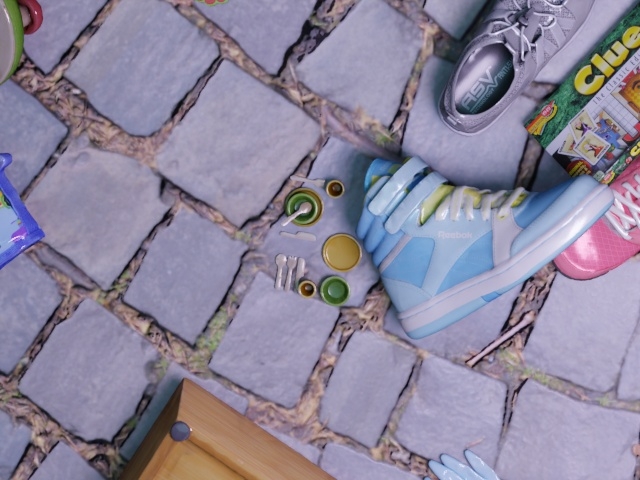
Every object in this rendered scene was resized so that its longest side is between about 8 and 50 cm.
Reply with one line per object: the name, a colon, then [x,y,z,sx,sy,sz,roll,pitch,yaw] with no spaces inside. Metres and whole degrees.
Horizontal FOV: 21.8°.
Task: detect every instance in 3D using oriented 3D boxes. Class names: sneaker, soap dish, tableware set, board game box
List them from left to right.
soap dish: [-0.111,0.343,2.034,0.291,0.118,0.229,34,102,3]
tableware set: [0.000,0.000,2.014,0.104,0.024,0.154,10,99,6]
sneaker: [0.164,-0.036,1.897,0.319,0.127,0.208,-34,89,34]
sneaker: [0.234,-0.233,1.898,0.105,0.115,0.281,31,101,3]
board game box: [0.360,-0.182,1.894,0.260,0.030,0.136,-48,47,12]
sneaker: [0.381,-0.071,1.891,0.314,0.136,0.116,-41,90,12]

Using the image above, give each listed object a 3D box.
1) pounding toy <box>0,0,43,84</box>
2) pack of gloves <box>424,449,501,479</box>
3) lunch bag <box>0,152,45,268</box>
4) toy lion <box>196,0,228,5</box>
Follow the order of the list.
pounding toy: [-0.426,-0.276,2.010,0.237,0.110,0.183,-13,110,39]
pack of gloves: [0.187,0.384,2.034,0.232,0.046,0.195,39,103,1]
lunch bag: [-0.499,-0.024,2.025,0.293,0.138,0.221,-34,94,11]
toy lion: [-0.145,-0.328,1.985,0.096,0.034,0.100,-10,97,3]
